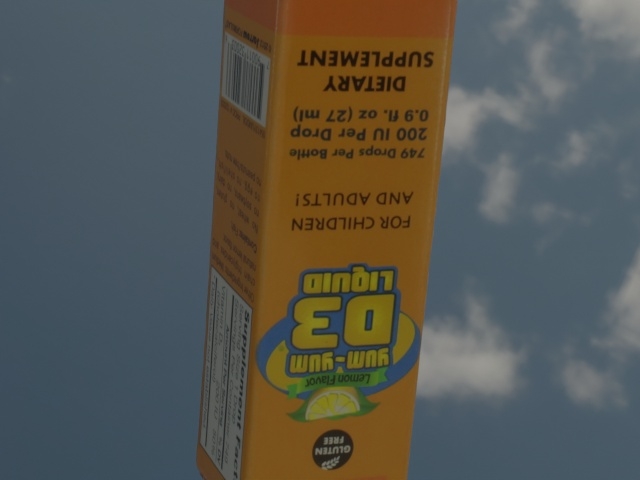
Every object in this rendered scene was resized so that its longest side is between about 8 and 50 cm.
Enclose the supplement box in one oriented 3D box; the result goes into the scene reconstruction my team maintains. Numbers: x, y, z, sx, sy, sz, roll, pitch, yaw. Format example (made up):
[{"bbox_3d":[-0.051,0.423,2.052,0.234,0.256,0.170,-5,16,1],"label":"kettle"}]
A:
[{"bbox_3d":[0.000,0.000,0.706,0.078,0.080,0.233,-2,-71,-20],"label":"supplement box"}]
